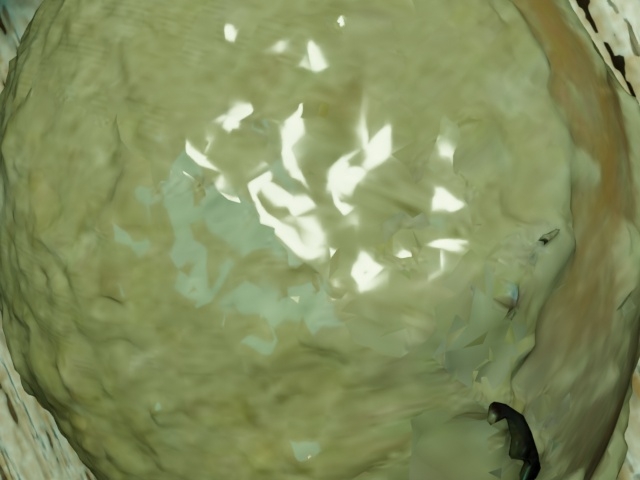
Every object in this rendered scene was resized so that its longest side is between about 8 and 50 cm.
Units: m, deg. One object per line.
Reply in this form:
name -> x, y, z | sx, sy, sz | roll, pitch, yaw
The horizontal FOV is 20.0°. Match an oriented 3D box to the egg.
egg -> 0.000, 0.000, 0.699 | 0.279, 0.279, 0.310 | 3, 112, 28
